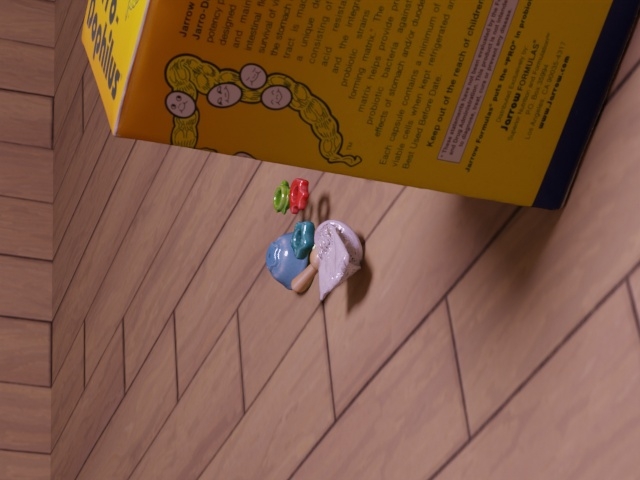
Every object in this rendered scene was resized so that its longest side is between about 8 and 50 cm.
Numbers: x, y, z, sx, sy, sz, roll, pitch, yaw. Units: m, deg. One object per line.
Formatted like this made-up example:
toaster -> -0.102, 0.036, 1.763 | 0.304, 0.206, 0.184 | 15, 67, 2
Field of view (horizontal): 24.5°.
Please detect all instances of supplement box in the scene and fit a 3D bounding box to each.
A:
supplement box -> 0.023, -0.170, 1.107 | 0.194, 0.356, 0.195 | -119, 42, -58

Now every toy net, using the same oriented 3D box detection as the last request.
toy net -> 0.000, 0.000, 1.542 | 0.232, 0.045, 0.122 | -167, 88, -67
